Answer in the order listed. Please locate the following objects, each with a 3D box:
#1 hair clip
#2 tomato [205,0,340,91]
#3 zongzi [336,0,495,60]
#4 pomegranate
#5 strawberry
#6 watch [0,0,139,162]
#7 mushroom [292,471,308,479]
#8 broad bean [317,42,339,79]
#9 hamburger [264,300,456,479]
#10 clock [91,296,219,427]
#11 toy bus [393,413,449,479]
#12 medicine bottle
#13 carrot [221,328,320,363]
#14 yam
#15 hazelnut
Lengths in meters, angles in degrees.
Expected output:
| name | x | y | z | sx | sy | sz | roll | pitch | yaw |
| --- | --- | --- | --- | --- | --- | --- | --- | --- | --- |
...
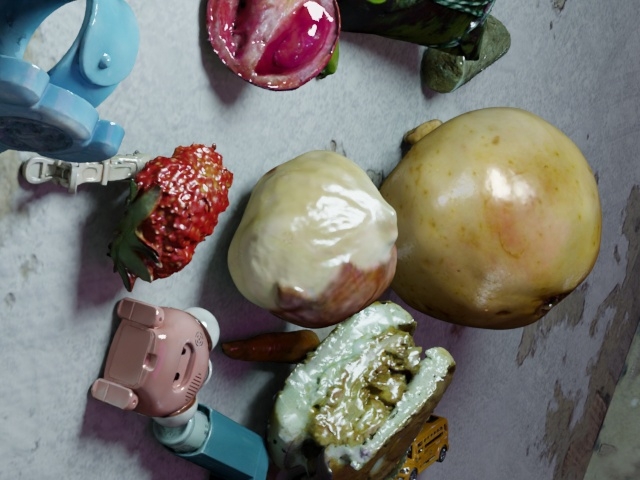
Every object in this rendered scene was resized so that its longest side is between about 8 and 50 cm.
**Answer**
| name | x | y | z | sx | sy | sz | roll | pitch | yaw |
| --- | --- | --- | --- | --- | --- | --- | --- | --- | --- |
| hair clip | -0.252 | -0.083 | 1.545 | 0.226 | 0.072 | 0.034 | -10 | 114 | -59 |
| tomato | -0.071 | -0.297 | 1.736 | 0.189 | 0.099 | 0.173 | 40 | 92 | -17 |
| zongzi | 0.221 | -0.448 | 1.913 | 0.319 | 0.362 | 0.384 | -3 | 108 | -40 |
| pomegranate | 0.268 | -0.044 | 2.170 | 0.411 | 0.411 | 0.412 | -32 | 129 | -50 |
| strawberry | -0.175 | -0.030 | 1.640 | 0.174 | 0.098 | 0.228 | -64 | 170 | 25 |
| watch | -0.293 | -0.195 | 1.342 | 0.211 | 0.210 | 0.193 | 39 | 55 | -58 |
| mushroom | 0.007 | 0.557 | 2.203 | 0.247 | 0.130 | 0.344 | -6 | 107 | -61 |
| broad bean | -0.018 | -0.324 | 1.861 | 0.256 | 0.052 | 0.052 | 61 | 7 | -53 |
| hamburger | 0.058 | 0.276 | 2.051 | 0.318 | 0.195 | 0.277 | -43 | 161 | -28 |
| clock | -0.202 | 0.162 | 1.701 | 0.162 | 0.092 | 0.166 | 23 | 82 | -54 |
| toy bus | 0.171 | 0.393 | 2.454 | 0.194 | 0.083 | 0.088 | -21 | 117 | -57 |
| medicine bottle | -0.156 | 0.311 | 1.869 | 0.258 | 0.079 | 0.124 | 47 | 61 | -55 |
| carrot | -0.083 | 0.165 | 1.963 | 0.224 | 0.057 | 0.057 | 4 | 99 | -57 |
| yam | 0.254 | -0.331 | 2.268 | 0.183 | 0.107 | 0.107 | -41 | 136 | -43 |
| hazelnut | 0.000 | 0.000 | 1.844 | 0.261 | 0.241 | 0.261 | 20 | 62 | -45 |
